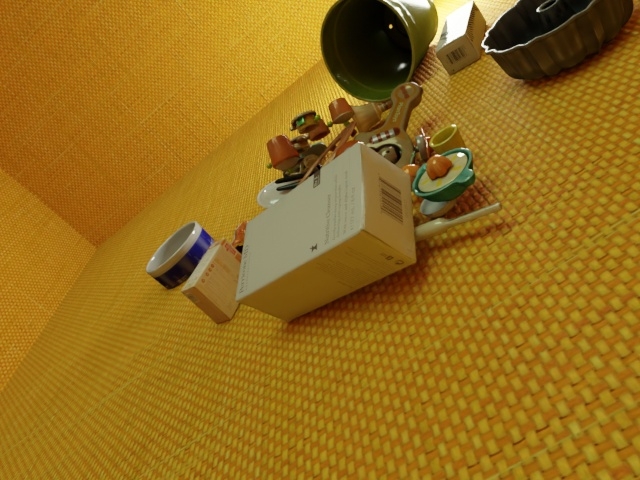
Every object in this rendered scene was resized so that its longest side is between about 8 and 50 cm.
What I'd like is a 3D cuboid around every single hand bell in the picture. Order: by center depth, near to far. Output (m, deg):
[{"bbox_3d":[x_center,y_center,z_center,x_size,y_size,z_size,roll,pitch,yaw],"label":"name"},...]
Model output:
[{"bbox_3d":[0.218,-0.435,1.657,0.242,0.126,0.126,-24,27,10],"label":"hand bell"}]

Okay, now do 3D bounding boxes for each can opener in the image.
[{"bbox_3d":[-0.059,-0.198,1.669,0.186,0.059,0.073,-19,-16,4],"label":"can opener"}]

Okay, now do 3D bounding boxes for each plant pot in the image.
[{"bbox_3d":[0.247,-0.738,1.844,0.366,0.366,0.353,-14,24,48],"label":"plant pot"}]

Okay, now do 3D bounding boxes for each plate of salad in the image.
[{"bbox_3d":[-0.116,-0.157,1.719,0.199,0.048,0.200,-13,34,9],"label":"plate of salad"}]

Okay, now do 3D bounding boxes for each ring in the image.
[{"bbox_3d":[0.001,-0.202,1.473,0.337,0.032,0.336,-50,10,12],"label":"ring"}]

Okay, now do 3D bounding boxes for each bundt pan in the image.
[{"bbox_3d":[0.549,-0.492,1.178,0.330,0.124,0.331,-34,26,19],"label":"bundt pan"}]

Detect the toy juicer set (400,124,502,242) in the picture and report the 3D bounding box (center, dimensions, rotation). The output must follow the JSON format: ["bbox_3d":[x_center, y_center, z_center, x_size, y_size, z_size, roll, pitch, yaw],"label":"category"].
[{"bbox_3d":[0.215,-0.110,1.027,0.209,0.089,0.329,-33,26,21],"label":"toy juicer set"}]

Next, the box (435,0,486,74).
[{"bbox_3d":[0.448,-0.645,1.626,0.113,0.094,0.275,-23,31,37],"label":"box"}]

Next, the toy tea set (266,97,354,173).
[{"bbox_3d":[-0.029,-0.321,1.644,0.200,0.124,0.336,-19,-8,-43],"label":"toy tea set"}]

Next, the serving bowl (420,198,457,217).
[{"bbox_3d":[0.249,-0.075,1.063,0.083,0.027,0.083,-34,25,18],"label":"serving bowl"}]

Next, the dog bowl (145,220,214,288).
[{"bbox_3d":[-0.537,0.055,1.967,0.265,0.104,0.265,-34,26,19],"label":"dog bowl"}]

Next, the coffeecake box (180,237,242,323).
[{"bbox_3d":[-0.276,0.111,1.421,0.068,0.142,0.185,-22,31,39],"label":"coffeecake box"}]

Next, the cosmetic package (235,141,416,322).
[{"bbox_3d":[0.000,0.000,1.057,0.385,0.156,0.217,-31,44,38],"label":"cosmetic package"}]

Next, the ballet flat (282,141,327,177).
[{"bbox_3d":[-0.057,-0.279,1.851,0.213,0.072,0.068,-24,57,37],"label":"ballet flat"}]

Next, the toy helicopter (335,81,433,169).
[{"bbox_3d":[0.203,-0.275,1.323,0.235,0.140,0.355,5,60,31],"label":"toy helicopter"}]

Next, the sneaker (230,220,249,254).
[{"bbox_3d":[-0.261,0.007,1.697,0.067,0.064,0.175,-2,48,28],"label":"sneaker"}]
